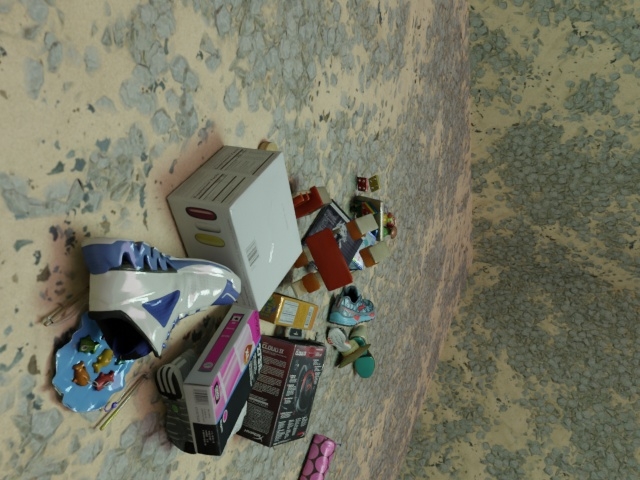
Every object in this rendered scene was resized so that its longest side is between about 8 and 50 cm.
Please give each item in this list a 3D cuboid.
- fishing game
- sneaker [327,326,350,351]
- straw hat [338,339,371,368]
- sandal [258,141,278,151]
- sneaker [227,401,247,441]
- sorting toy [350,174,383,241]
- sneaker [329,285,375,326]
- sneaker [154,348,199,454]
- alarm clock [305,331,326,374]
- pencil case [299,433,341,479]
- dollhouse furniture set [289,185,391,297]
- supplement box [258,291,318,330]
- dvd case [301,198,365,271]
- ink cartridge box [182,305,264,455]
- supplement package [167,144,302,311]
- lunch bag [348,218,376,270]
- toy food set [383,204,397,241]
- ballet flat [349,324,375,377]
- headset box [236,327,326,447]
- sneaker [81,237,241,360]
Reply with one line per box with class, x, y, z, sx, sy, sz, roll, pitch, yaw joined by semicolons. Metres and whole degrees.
fishing game;-0.366;0.198;0.938;0.189;0.041;0.264;-51;143;-49
sneaker;0.059;0.321;1.888;0.158;0.061;0.065;65;16;-53
straw hat;0.103;0.384;1.972;0.061;0.144;0.144;55;34;1
sandal;-0.109;-0.106;1.299;0.088;0.079;0.240;-16;115;-62
sneaker;-0.217;0.450;1.341;0.152;0.054;0.061;-54;148;-43
sorting toy;0.145;-0.079;1.806;0.046;0.132;0.274;-10;108;-32
sneaker;0.123;0.215;1.900;0.262;0.104;0.125;-7;104;-64
sneaker;-0.260;0.326;1.165;0.132;0.086;0.228;-46;139;-53
alarm clock;-0.042;0.377;1.665;0.129;0.064;0.192;71;36;-48
pencil case;-0.010;0.767;1.876;0.098;0.095;0.209;83;29;-66
dollhouse furniture set;0.000;0.000;1.409;0.135;0.262;0.259;-21;85;-59
supplement box;-0.089;0.184;1.469;0.233;0.078;0.080;33;73;-63
dvd case;0.036;0.007;1.624;0.164;0.018;0.221;46;52;-19
ink cartridge box;-0.186;0.260;1.207;0.371;0.069;0.175;-69;159;-62
supplement package;-0.162;-0.027;1.142;0.204;0.145;0.262;-55;145;-42
lunch bag;0.080;0.006;1.733;0.151;0.096;0.129;41;59;-29
toy food set;0.249;-0.062;2.082;0.218;0.071;0.128;44;61;-61
ballet flat;0.161;0.415;2.104;0.086;0.086;0.248;-54;145;-42
headset box;-0.094;0.382;1.502;0.218;0.110;0.293;26;77;-65
sneaker;-0.279;0.114;0.951;0.315;0.127;0.182;23;66;-58
